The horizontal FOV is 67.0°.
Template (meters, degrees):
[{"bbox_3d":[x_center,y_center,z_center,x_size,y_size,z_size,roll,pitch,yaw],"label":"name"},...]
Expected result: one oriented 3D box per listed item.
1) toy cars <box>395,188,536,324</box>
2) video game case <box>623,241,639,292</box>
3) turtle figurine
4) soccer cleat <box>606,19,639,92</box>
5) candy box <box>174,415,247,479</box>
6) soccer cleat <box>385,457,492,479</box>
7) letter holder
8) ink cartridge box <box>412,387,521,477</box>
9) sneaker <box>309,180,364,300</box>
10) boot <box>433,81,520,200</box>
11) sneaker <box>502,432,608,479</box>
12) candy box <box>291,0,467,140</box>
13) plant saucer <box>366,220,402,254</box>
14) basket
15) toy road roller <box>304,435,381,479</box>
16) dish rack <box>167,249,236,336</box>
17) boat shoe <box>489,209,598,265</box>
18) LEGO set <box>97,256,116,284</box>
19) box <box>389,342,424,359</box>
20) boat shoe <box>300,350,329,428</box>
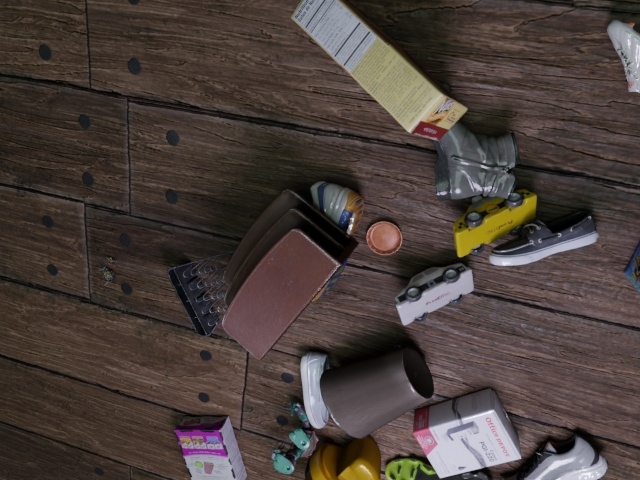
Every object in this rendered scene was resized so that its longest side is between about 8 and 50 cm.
[{"bbox_3d":[0.299,0.029,1.062,0.177,0.087,0.393,15,121,-35],"label":"toy cars"},{"bbox_3d":[0.666,-0.001,0.868,0.061,0.244,0.269,17,113,10],"label":"video game case"},{"bbox_3d":[-0.065,0.535,1.316,0.118,0.234,0.175,15,86,3],"label":"turtle figurine"},{"bbox_3d":[0.579,-0.314,0.875,0.196,0.068,0.076,43,118,-6],"label":"soccer cleat"},{"bbox_3d":[-0.334,0.654,1.485,0.159,0.071,0.233,-6,107,17],"label":"candy box"},{"bbox_3d":[0.318,0.659,1.297,0.290,0.093,0.121,0,133,21],"label":"soccer cleat"},{"bbox_3d":[-0.103,0.065,1.043,0.214,0.152,0.301,40,114,3],"label":"letter holder"},{"bbox_3d":[0.366,0.486,1.218,0.218,0.092,0.158,-27,101,21],"label":"ink cartridge box"},{"bbox_3d":[0.000,0.000,1.145,0.131,0.112,0.296,29,114,22],"label":"sneaker"},{"bbox_3d":[0.308,-0.200,0.967,0.161,0.083,0.246,-4,99,19],"label":"boot"},{"bbox_3d":[0.556,0.563,1.200,0.272,0.100,0.108,-37,83,21],"label":"sneaker"},{"bbox_3d":[0.112,-0.323,0.887,0.316,0.183,0.087,48,115,16],"label":"candy box"},{"bbox_3d":[0.150,-0.007,1.136,0.084,0.013,0.083,5,111,13],"label":"plant saucer"},{"bbox_3d":[0.146,0.362,1.185,0.227,0.154,0.204,-34,104,29],"label":"basket"},{"bbox_3d":[0.107,0.689,1.311,0.330,0.202,0.240,40,104,0],"label":"toy road roller"},{"bbox_3d":[-0.249,0.131,1.237,0.272,0.074,0.208,-14,106,37],"label":"dish rack"},{"bbox_3d":[0.454,-0.010,0.992,0.229,0.080,0.076,-14,104,2],"label":"boat shoe"},{"bbox_3d":[-0.600,0.086,1.378,0.054,0.023,0.083,37,102,-2],"label":"LEGO set"},{"bbox_3d":[0.212,0.309,1.233,0.083,0.018,0.067,28,115,4],"label":"box"},{"bbox_3d":[0.003,0.404,1.293,0.081,0.079,0.227,-3,106,21],"label":"boat shoe"}]
